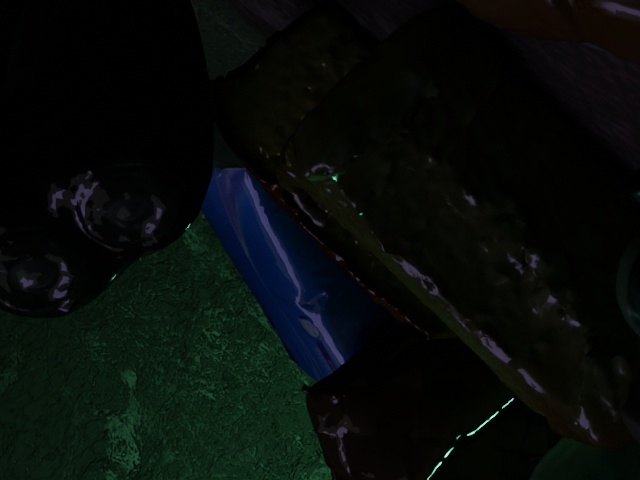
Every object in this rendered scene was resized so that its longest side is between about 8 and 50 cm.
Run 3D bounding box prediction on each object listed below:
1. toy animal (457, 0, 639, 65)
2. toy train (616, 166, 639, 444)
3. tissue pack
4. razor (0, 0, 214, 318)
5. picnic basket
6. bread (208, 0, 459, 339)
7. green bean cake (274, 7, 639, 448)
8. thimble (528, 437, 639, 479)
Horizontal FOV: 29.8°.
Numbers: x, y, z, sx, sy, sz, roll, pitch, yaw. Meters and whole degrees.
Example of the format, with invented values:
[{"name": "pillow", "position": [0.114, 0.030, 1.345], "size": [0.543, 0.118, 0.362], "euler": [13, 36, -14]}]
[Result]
[{"name": "toy animal", "position": [0.093, -0.083, 0.333], "size": [0.179, 0.089, 0.188], "euler": [26, -176, -27]}, {"name": "toy train", "position": [0.212, 0.076, 0.433], "size": [0.221, 0.150, 0.304], "euler": [56, 173, -20]}, {"name": "tissue pack", "position": [0.000, 0.000, 1.101], "size": [0.263, 0.146, 0.198], "euler": [60, 165, -22]}, {"name": "razor", "position": [-0.178, -0.117, 0.897], "size": [0.113, 0.204, 0.349], "euler": [37, -149, -42]}, {"name": "picnic basket", "position": [0.180, 0.222, 0.975], "size": [0.337, 0.293, 0.337], "euler": [55, 173, 11]}, {"name": "bread", "position": [0.040, -0.043, 0.859], "size": [0.260, 0.129, 0.134], "euler": [45, 177, -5]}, {"name": "green bean cake", "position": [0.097, -0.009, 0.673], "size": [0.236, 0.124, 0.233], "euler": [44, 177, -4]}, {"name": "thimble", "position": [0.226, 0.181, 0.668], "size": [0.150, 0.237, 0.237], "euler": [47, 175, -18]}]
